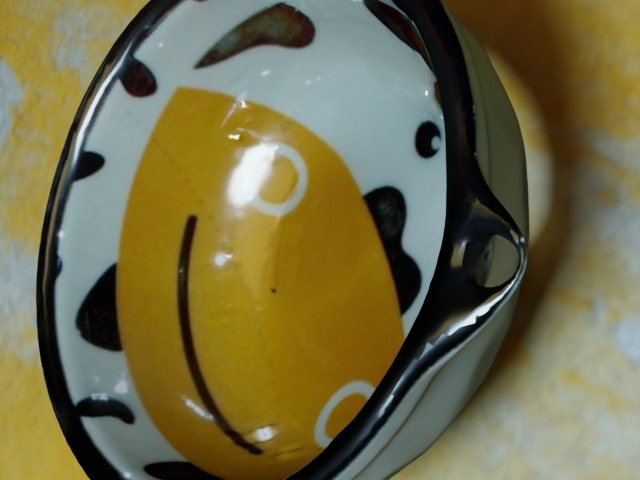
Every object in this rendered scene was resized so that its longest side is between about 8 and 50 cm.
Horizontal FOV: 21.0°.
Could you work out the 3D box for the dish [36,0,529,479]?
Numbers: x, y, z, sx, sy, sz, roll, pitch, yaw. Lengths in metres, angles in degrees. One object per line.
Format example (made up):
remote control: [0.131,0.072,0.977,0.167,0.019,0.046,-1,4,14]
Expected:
dish: [0.000,0.000,0.788,0.303,0.120,0.303,-16,67,41]
